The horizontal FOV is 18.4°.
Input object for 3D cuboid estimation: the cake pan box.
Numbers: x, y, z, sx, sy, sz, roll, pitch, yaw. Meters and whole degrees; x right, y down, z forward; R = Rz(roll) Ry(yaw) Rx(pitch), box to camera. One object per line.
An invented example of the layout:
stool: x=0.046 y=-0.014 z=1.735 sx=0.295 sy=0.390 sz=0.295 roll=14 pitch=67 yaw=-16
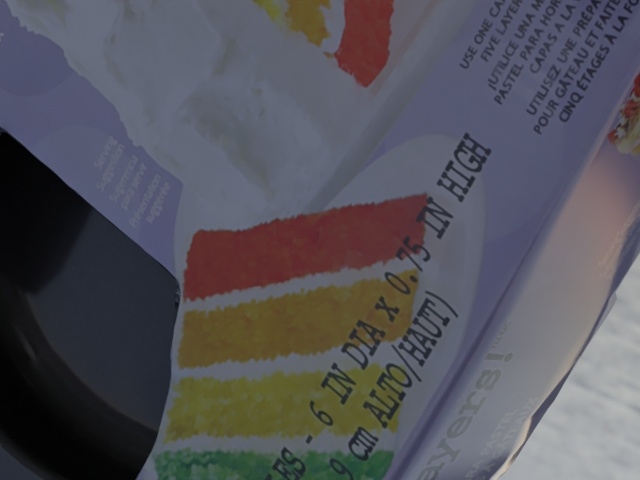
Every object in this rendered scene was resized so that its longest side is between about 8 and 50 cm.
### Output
cake pan box: x=-0.034 y=-0.023 z=0.580 sx=0.246 sy=0.267 sz=0.070 roll=41 pitch=-160 yaw=31
